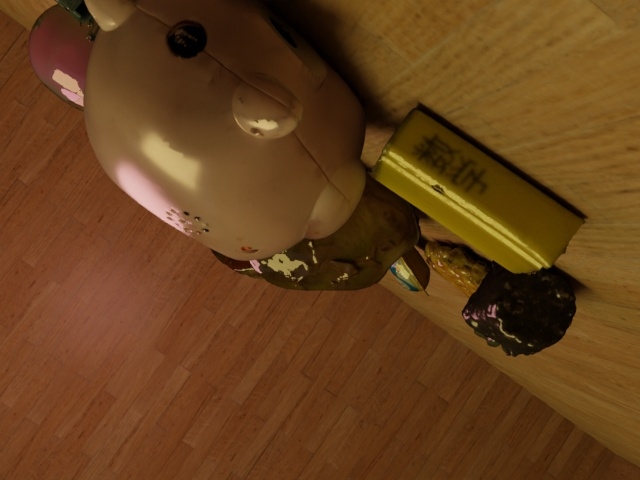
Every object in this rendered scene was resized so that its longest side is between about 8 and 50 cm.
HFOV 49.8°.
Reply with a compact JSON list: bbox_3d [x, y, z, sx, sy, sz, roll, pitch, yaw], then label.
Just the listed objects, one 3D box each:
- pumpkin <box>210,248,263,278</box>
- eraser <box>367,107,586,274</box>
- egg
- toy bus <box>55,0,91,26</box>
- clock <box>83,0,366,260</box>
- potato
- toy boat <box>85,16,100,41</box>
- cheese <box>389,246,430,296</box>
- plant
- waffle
[{"bbox_3d":[-0.113,-0.051,1.469,0.320,0.192,0.320,10,139,9],"label":"pumpkin"},{"bbox_3d":[0.165,-0.049,0.771,0.226,0.069,0.158,34,178,4],"label":"eraser"},{"bbox_3d":[-0.412,-0.331,1.305,0.271,0.196,0.196,24,-178,-30],"label":"egg"},{"bbox_3d":[-0.290,-0.343,0.645,0.165,0.133,0.271,39,178,9],"label":"toy bus"},{"bbox_3d":[-0.123,-0.135,0.807,0.368,0.250,0.377,36,176,9],"label":"clock"},{"bbox_3d":[0.000,0.000,1.179,0.299,0.196,0.246,19,144,27],"label":"potato"},{"bbox_3d":[-0.303,-0.332,0.986,0.175,0.110,0.091,35,176,-21],"label":"toy boat"},{"bbox_3d":[0.153,0.013,1.407,0.270,0.069,0.177,54,-174,-32],"label":"cheese"},{"bbox_3d":[0.290,0.098,1.020,0.132,0.129,0.194,37,172,5],"label":"plant"},{"bbox_3d":[0.306,0.090,1.285,0.291,0.051,0.291,38,175,4],"label":"waffle"}]
